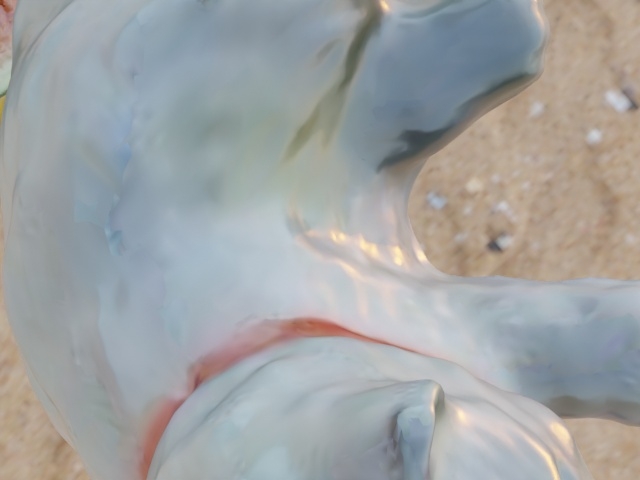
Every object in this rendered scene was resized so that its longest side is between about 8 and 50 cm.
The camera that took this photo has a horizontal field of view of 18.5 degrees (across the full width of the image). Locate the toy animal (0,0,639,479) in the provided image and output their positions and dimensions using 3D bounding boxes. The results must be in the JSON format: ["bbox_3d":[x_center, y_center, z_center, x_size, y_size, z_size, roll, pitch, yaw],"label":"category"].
[{"bbox_3d":[0.000,0.000,0.590,0.266,0.308,0.188,24,17,17],"label":"toy animal"}]

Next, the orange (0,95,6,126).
[{"bbox_3d":[-0.261,-0.112,1.124,0.236,0.236,0.236,10,64,-21],"label":"orange"}]

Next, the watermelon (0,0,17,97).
[{"bbox_3d":[-0.185,-0.112,0.879,0.245,0.119,0.063,-21,51,-16],"label":"watermelon"}]
